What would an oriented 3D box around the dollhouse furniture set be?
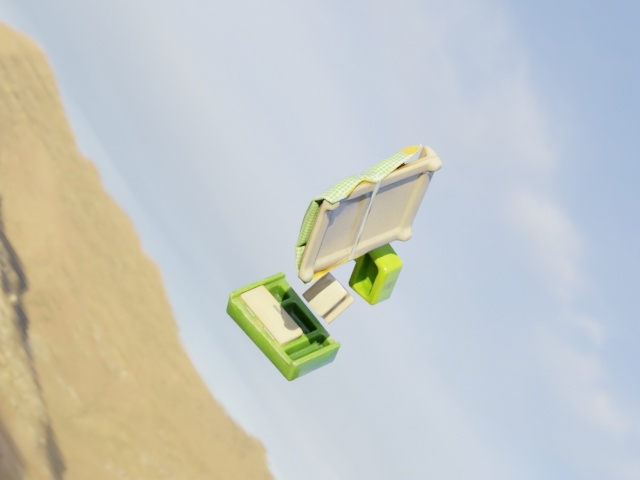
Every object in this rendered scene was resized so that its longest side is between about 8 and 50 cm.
[{"bbox_3d":[0.000,0.000,0.661,0.058,0.076,0.151,48,-38,26],"label":"dollhouse furniture set"}]
